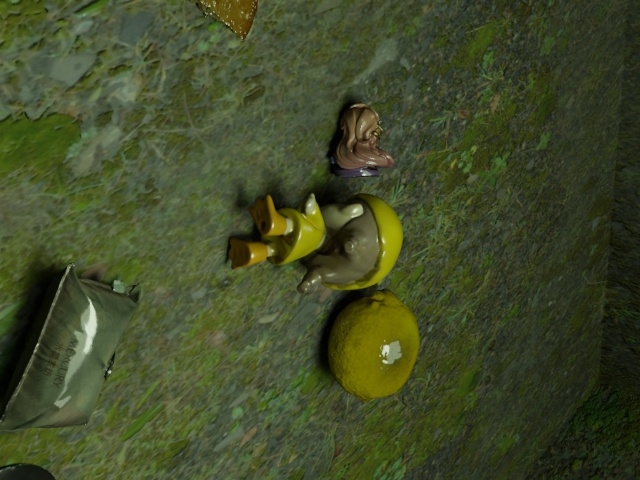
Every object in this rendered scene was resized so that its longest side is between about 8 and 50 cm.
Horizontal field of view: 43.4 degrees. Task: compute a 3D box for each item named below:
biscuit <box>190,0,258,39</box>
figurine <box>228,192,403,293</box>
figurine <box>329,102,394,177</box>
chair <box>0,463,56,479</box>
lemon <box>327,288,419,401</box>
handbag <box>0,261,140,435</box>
[{"bbox_3d":[-0.156,-0.410,1.248,0.206,0.025,0.126,36,80,-53],"label":"biscuit"},{"bbox_3d":[0.000,0.000,1.533,0.344,0.215,0.187,2,62,-40],"label":"figurine"},{"bbox_3d":[0.083,-0.189,1.585,0.114,0.126,0.157,-91,-175,-65],"label":"figurine"},{"bbox_3d":[-0.365,0.511,1.150,0.227,0.401,0.226,-26,125,-43],"label":"chair"},{"bbox_3d":[0.118,0.231,1.766,0.204,0.204,0.260,3,101,-52],"label":"lemon"},{"bbox_3d":[-0.371,0.173,1.214,0.182,0.117,0.270,27,86,-61],"label":"handbag"}]
